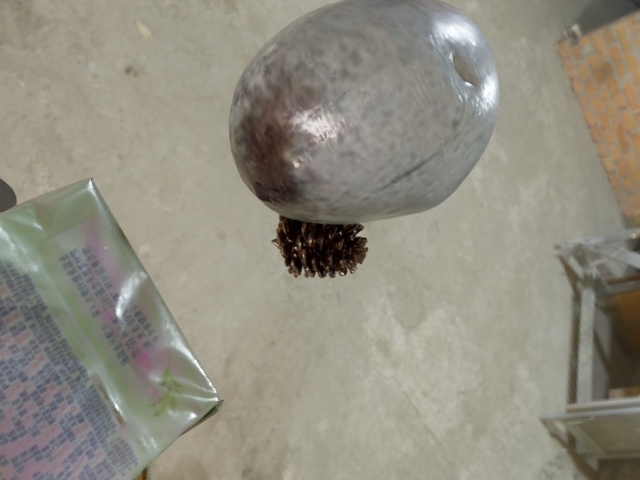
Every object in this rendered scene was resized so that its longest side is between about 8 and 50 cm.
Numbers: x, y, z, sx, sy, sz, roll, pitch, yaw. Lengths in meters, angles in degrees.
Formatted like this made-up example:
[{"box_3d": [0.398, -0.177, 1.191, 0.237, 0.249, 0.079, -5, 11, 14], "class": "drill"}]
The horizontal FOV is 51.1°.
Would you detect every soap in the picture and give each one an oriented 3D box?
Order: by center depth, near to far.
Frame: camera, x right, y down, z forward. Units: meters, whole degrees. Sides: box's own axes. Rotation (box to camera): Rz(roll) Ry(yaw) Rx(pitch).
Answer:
[{"box_3d": [-0.199, 0.090, 0.438, 0.199, 0.138, 0.182, 62, 34, -7], "class": "soap"}]

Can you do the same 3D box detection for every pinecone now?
[{"box_3d": [-0.001, 0.004, 0.776, 0.109, 0.102, 0.102, 29, 39, 17], "class": "pinecone"}]

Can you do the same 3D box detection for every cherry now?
[{"box_3d": [0.044, -0.123, 0.661, 0.296, 0.255, 0.218, -25, 98, -56], "class": "cherry"}]

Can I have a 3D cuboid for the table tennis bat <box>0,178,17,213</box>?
[{"box_3d": [-0.343, -0.057, 0.587, 0.156, 0.013, 0.087, 29, 34, 3], "class": "table tennis bat"}]

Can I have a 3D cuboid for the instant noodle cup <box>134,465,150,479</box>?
[{"box_3d": [-0.364, 0.303, 0.863, 0.274, 0.274, 0.090, -44, 136, -48], "class": "instant noodle cup"}]
